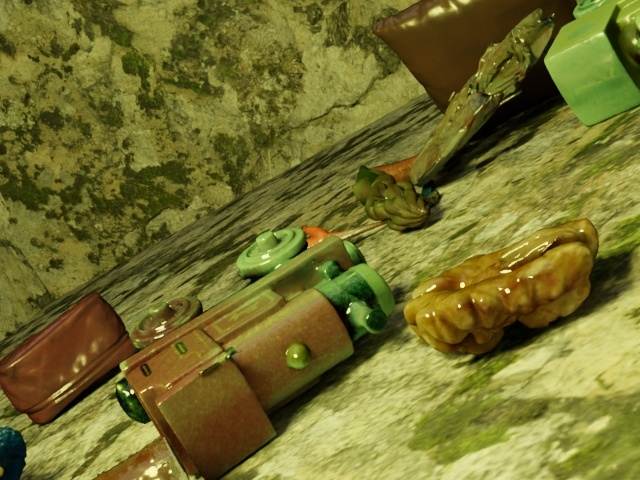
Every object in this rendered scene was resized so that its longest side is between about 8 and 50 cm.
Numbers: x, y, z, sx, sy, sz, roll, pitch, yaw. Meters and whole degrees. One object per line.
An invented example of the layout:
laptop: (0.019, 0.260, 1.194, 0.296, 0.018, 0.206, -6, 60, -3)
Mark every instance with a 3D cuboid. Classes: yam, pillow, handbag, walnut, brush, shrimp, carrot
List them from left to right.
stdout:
handbag: (-0.426, 0.199, 1.591, 0.225, 0.135, 0.146, -41, 14, -26)
yam: (-0.175, 0.236, 0.811, 0.141, 0.079, 0.079, -32, 10, -10)
carrot: (0.173, -0.134, 1.669, 0.224, 0.057, 0.057, -21, 14, 34)
brush: (0.165, -0.072, 1.479, 0.051, 0.014, 0.164, -27, 10, 16)
shrimp: (0.243, -0.210, 1.458, 0.360, 0.085, 0.247, -51, 2, 40)
pillow: (0.289, -0.324, 1.585, 0.305, 0.308, 0.108, -27, 37, 24)
walnut: (0.153, 0.043, 0.783, 0.170, 0.069, 0.143, -25, 11, 28)

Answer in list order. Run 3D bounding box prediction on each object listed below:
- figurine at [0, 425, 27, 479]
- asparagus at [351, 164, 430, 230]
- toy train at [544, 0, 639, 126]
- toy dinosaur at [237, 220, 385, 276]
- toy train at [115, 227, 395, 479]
figurine: (-0.409, 0.300, 1.122, 0.164, 0.120, 0.262, -40, 28, -7)
asparagus: (0.100, -0.059, 1.401, 0.080, 0.080, 0.287, -33, 19, -9)
toy train: (0.493, -0.310, 1.284, 0.397, 0.160, 0.253, -25, 19, 36)
toy dinosaur: (0.003, 0.005, 1.487, 0.280, 0.055, 0.101, -30, 19, -2)
toy train: (-0.059, 0.103, 0.965, 0.304, 0.150, 0.221, -33, 20, -15)
